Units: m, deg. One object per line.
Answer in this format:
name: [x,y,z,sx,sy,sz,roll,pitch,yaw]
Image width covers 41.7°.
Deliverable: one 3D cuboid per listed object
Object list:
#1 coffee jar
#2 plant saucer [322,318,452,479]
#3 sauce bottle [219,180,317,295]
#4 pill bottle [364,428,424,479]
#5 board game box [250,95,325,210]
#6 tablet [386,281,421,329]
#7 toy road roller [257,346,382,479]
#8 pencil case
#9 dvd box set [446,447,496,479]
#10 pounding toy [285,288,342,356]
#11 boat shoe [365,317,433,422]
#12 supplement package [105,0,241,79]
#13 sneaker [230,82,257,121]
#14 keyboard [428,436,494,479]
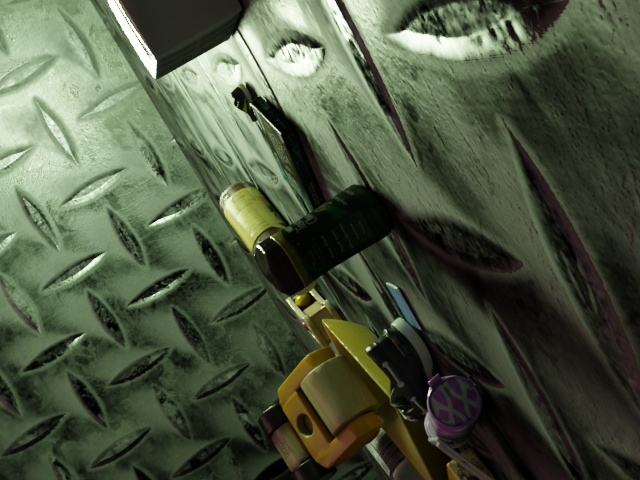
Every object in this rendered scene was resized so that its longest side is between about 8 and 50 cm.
coffee jar: [0.000,0.000,1.168,0.079,0.184,0.096,61,170,-22]
plant saucer: [0.157,0.335,1.789,0.333,0.081,0.332,42,162,55]
sauce bottle: [-0.122,-0.004,2.013,0.344,0.111,0.111,51,169,35]
pill bottle: [0.174,0.480,2.026,0.245,0.130,0.130,46,165,54]
board game box: [-0.056,-0.149,1.455,0.126,0.026,0.186,49,167,44]
tablet: [0.136,0.107,1.371,0.083,0.006,0.054,59,170,-14]
toy road roller: [0.038,0.381,1.859,0.202,0.241,0.329,54,133,23]
pencil case: [0.203,0.271,1.321,0.088,0.086,0.206,38,164,20]
dvd box set: [0.389,0.606,1.548,0.420,0.062,0.307,51,169,32]
pounding toy: [-0.024,0.225,2.117,0.269,0.155,0.154,46,169,52]
boat shoe: [0.159,0.262,1.488,0.114,0.091,0.302,40,162,55]
supplement package: [-0.239,-0.375,1.273,0.194,0.149,0.203,59,172,-7]
sneaker: [-0.140,-0.248,1.533,0.031,0.035,0.083,48,167,48]
keyboard: [0.276,0.383,1.295,0.256,0.014,0.072,37,172,5]
